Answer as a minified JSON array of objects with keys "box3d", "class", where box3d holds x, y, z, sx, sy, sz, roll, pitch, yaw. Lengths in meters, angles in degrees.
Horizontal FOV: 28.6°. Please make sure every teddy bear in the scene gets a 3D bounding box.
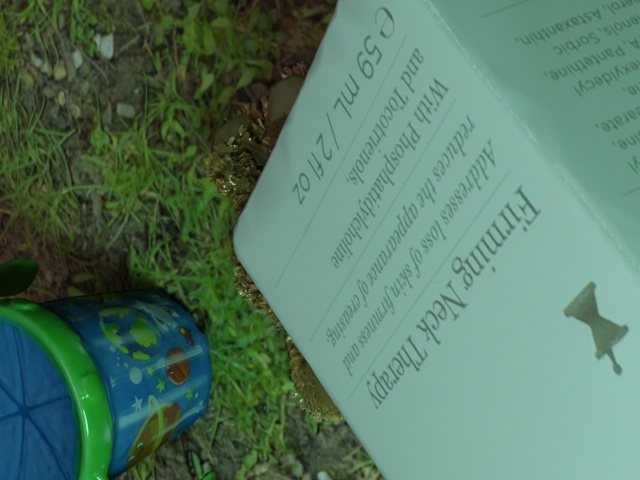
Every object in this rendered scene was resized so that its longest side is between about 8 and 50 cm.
[{"box3d":[0.000,0.000,1.197,0.245,0.113,0.338,-48,63,29],"class":"teddy bear"}]

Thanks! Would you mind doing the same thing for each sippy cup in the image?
[{"box3d":[-0.243,0.154,1.340,0.240,0.224,0.305,-15,92,39],"class":"sippy cup"}]

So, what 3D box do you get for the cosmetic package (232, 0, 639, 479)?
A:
[{"box3d":[0.207,0.015,0.806,0.393,0.327,0.329,56,147,19],"class":"cosmetic package"}]
